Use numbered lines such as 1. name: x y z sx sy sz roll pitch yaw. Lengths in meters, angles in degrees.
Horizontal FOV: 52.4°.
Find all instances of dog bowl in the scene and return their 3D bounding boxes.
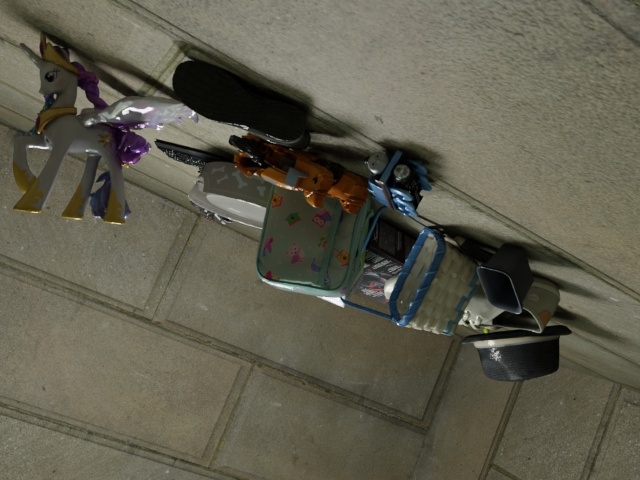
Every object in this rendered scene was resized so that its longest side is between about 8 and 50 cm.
1. dog bowl: -0.191 -0.118 1.823 0.348 0.102 0.349 16 170 3

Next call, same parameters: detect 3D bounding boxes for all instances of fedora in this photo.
1. fedora: 0.609 0.352 2.006 0.333 0.153 0.334 -7 171 -1

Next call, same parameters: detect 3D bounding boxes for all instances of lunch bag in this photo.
1. lunch bag: -0.007 -0.024 1.397 0.223 0.279 0.108 9 169 18

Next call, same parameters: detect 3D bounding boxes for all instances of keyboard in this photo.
1. keyboard: -0.344 -0.226 1.950 0.317 0.033 0.201 19 172 38

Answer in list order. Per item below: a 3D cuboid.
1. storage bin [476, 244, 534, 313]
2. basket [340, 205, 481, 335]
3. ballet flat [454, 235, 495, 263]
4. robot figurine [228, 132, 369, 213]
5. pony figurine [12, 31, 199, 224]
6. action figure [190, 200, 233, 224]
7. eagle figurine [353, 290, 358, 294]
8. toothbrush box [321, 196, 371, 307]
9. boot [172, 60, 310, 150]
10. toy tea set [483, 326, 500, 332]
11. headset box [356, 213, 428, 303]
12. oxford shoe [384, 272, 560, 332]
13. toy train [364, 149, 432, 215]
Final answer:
1. storage bin: 0.407 0.077 1.423 0.098 0.091 0.135 15 144 45
2. basket: 0.213 0.085 1.535 0.288 0.255 0.201 26 -170 -13
3. ballet flat: 0.391 0.030 1.510 0.173 0.049 0.057 28 -163 6
4. robot figurine: -0.054 -0.138 1.271 0.211 0.085 0.291 8 -166 -47
5. pony figurine: -0.477 -0.223 1.388 0.350 0.364 0.302 9 177 -40
6. action figure: -0.336 -0.139 2.149 0.164 0.141 0.276 26 -172 -5
7. eagle figurine: 0.060 0.093 2.178 0.298 0.226 0.225 -23 -168 26
8. toothbrush box: 0.000 0.000 1.603 0.206 0.122 0.283 20 135 19
9. boot: -0.135 -0.221 1.143 0.246 0.084 0.161 25 179 -1
10. toy tea set: 0.561 0.232 2.082 0.200 0.124 0.336 17 171 41
11. headset box: 0.171 0.063 1.801 0.293 0.110 0.218 27 144 -31
12. oxford shoe: 0.374 0.157 1.665 0.449 0.130 0.169 4 153 22
13. toy train: 0.134 -0.103 1.155 0.105 0.080 0.184 27 175 19
